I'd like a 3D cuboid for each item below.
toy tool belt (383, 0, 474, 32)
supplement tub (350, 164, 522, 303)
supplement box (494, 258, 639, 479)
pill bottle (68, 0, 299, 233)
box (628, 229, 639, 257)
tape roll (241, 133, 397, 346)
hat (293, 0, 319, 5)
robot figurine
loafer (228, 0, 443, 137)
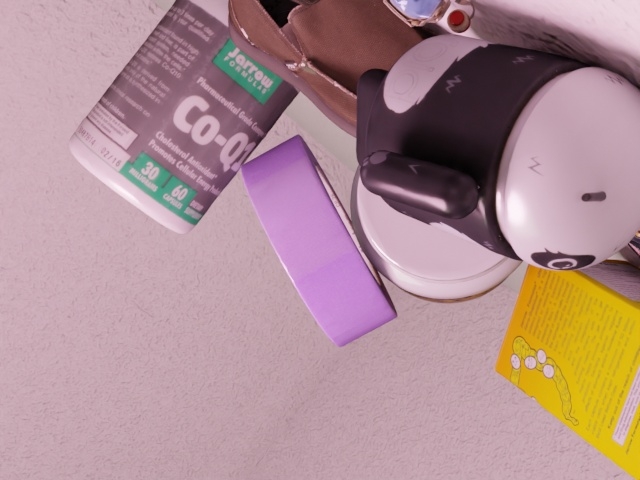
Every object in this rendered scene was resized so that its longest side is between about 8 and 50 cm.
[{"bbox_3d":[0.092,-0.213,0.823,0.083,0.052,0.051,37,-171,19],"label":"toy tool belt"},{"bbox_3d":[0.166,-0.040,1.237,0.241,0.241,0.331,38,-179,10],"label":"supplement tub"},{"bbox_3d":[0.430,0.170,1.233,0.194,0.195,0.356,7,-163,-30],"label":"supplement box"},{"bbox_3d":[-0.149,-0.206,1.249,0.204,0.361,0.204,37,-179,-1],"label":"pill bottle"},{"bbox_3d":[0.439,0.054,1.007,0.220,0.051,0.175,37,-179,-41],"label":"box"},{"bbox_3d":[0.000,0.000,1.240,0.275,0.090,0.275,61,-175,-10],"label":"tape roll"},{"bbox_3d":[-0.038,-0.261,0.685,0.331,0.134,0.331,38,-179,-1],"label":"hat"},{"bbox_3d":[0.151,-0.077,0.801,0.278,0.209,0.173,25,164,44],"label":"robot figurine"},{"bbox_3d":[0.020,-0.217,1.008,0.366,0.134,0.130,30,157,30],"label":"loafer"}]
